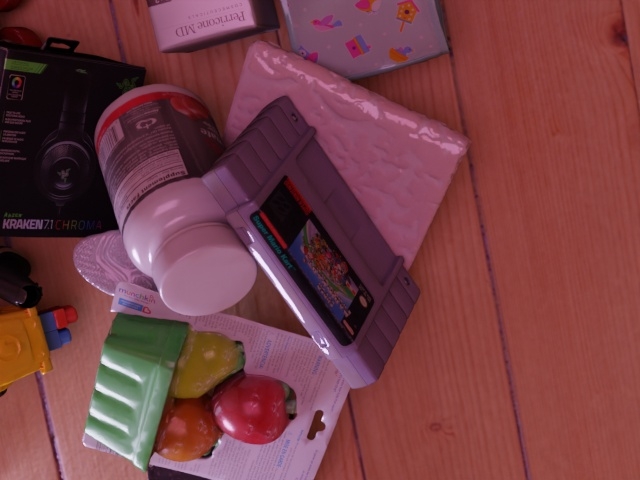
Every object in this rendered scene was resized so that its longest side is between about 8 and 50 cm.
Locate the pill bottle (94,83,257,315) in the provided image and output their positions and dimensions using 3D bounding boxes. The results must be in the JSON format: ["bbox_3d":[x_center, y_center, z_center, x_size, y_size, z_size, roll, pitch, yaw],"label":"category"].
[{"bbox_3d":[-0.194,-0.055,1.548,0.176,0.176,0.318,-36,48,13],"label":"pill bottle"}]

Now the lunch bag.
[{"bbox_3d":[0.053,-0.357,1.593,0.224,0.160,0.262,-13,96,11],"label":"lunch bag"}]

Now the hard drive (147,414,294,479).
[{"bbox_3d":[-0.147,0.439,1.795,0.237,0.064,0.338,-4,97,11],"label":"hard drive"}]

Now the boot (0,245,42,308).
[{"bbox_3d":[-0.459,0.067,1.713,0.137,0.198,0.076,21,98,14],"label":"boot"}]

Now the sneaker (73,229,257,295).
[{"bbox_3d":[-0.226,0.029,1.698,0.269,0.153,0.101,5,99,-1],"label":"sneaker"}]

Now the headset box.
[{"bbox_3d":[-0.403,-0.155,1.647,0.131,0.246,0.283,20,102,40],"label":"headset box"}]

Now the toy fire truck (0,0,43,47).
[{"bbox_3d":[-0.577,-0.313,1.727,0.254,0.169,0.302,-8,97,35],"label":"toy fire truck"}]

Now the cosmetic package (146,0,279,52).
[{"bbox_3d":[-0.164,-0.376,1.632,0.151,0.151,0.183,-13,96,13],"label":"cosmetic package"}]

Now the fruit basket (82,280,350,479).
[{"bbox_3d":[-0.150,0.223,1.643,0.353,0.165,0.327,13,125,-8],"label":"fruit basket"}]

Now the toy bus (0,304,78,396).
[{"bbox_3d":[-0.488,0.152,1.770,0.212,0.220,0.149,-18,98,-24],"label":"toy bus"}]

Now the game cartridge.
[{"bbox_3d":[0.000,0.000,1.521,0.068,0.230,0.355,-26,108,29],"label":"game cartridge"}]

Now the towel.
[{"bbox_3d":[0.013,-0.093,1.633,0.332,0.053,0.317,26,129,6],"label":"towel"}]
